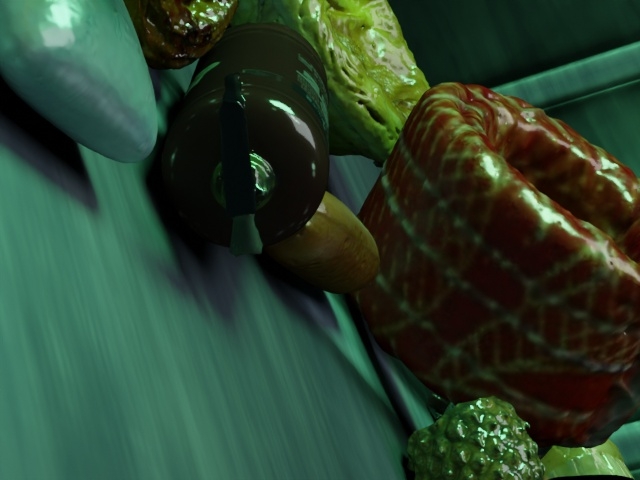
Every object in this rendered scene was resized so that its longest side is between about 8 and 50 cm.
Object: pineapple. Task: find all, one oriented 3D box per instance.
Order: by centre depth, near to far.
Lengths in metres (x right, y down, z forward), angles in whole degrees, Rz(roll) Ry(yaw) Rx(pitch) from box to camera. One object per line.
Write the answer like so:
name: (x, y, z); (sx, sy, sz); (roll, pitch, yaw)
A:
pineapple: (0.162, 0.252, 1.197); (0.251, 0.125, 0.125); (61, 8, 30)

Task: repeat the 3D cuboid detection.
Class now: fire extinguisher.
fire extinguisher: (-0.051, -0.082, 1.030); (0.337, 0.114, 0.135); (-90, 175, -70)

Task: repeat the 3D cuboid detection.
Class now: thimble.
thimble: (0.202, 0.023, 1.418); (0.350, 0.230, 0.350); (26, 25, -13)

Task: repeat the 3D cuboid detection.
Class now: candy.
candy: (-0.153, -0.137, 0.812); (0.138, 0.071, 0.174); (44, 19, -59)

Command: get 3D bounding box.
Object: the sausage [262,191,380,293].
sausage: (0.000, 0.000, 1.206); (0.076, 0.076, 0.197); (65, 9, 20)

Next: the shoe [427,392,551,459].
shoe: (0.169, 0.191, 1.467); (0.125, 0.099, 0.227); (44, 22, 5)

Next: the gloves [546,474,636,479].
gloves: (0.277, 0.368, 1.364); (0.197, 0.152, 0.301); (-4, 70, -56)

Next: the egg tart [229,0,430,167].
egg tart: (-0.002, -0.209, 1.566); (0.352, 0.150, 0.352); (54, 17, -26)

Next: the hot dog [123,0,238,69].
hot dog: (-0.135, -0.227, 1.099); (0.160, 0.099, 0.226); (49, 18, -47)

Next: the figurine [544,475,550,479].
figurine: (0.213, 0.275, 1.540); (0.083, 0.083, 0.187); (59, 0, -10)

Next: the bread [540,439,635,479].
bread: (0.307, 0.302, 1.722); (0.106, 0.140, 0.236); (62, 7, 25)
